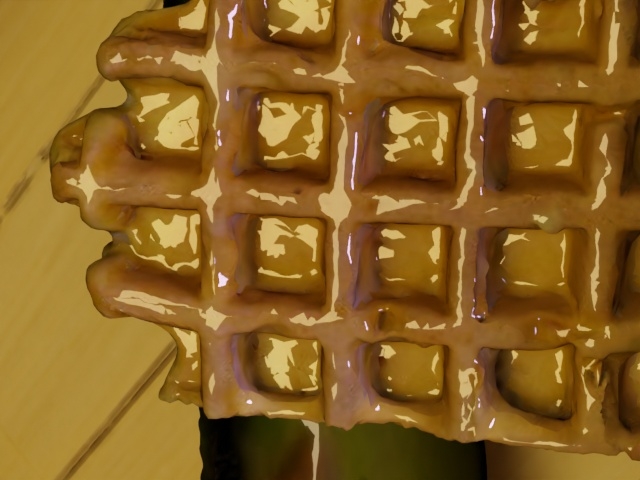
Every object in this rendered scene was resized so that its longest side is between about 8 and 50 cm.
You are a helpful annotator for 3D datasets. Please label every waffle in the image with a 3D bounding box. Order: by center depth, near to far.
[{"bbox_3d":[0.019,-0.021,0.554,0.211,0.055,0.160,5,101,7],"label":"waffle"}]

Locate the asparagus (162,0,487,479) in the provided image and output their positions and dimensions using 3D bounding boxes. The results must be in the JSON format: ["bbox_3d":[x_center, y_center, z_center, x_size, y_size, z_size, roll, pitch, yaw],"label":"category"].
[{"bbox_3d":[0.000,0.000,0.652,0.108,0.128,0.382,-7,100,-8],"label":"asparagus"}]
